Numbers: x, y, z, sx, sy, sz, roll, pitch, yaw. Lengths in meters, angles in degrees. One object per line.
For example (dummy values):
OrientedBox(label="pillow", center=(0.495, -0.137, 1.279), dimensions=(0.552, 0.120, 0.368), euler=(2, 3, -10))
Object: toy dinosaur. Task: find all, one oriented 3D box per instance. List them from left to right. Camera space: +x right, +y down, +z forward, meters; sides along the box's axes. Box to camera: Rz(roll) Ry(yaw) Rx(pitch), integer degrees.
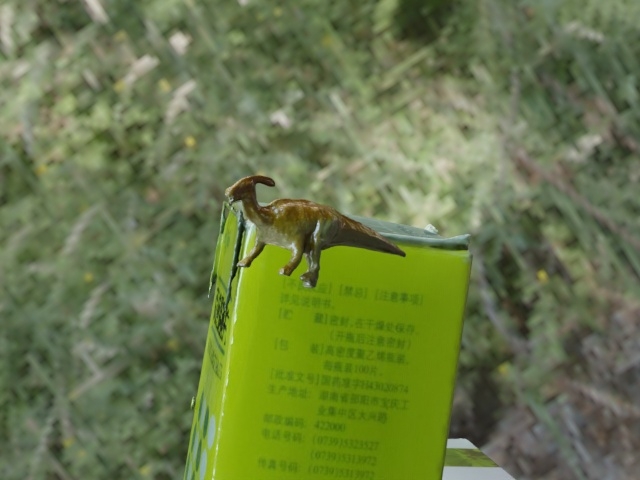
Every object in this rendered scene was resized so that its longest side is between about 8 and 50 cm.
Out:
OrientedBox(label="toy dinosaur", center=(-0.002, 0.003, 0.833), dimensions=(0.026, 0.113, 0.041), euler=(0, 71, 51))

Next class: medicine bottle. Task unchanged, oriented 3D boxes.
OrientedBox(label="medicine bottle", center=(-0.003, 0.105, 1.070), dimensions=(0.141, 0.250, 0.137), euler=(8, 5, -5))

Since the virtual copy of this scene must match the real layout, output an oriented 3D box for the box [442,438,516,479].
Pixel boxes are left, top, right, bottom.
OrientedBox(label="box", center=(0.129, 0.315, 1.650), dimensions=(0.106, 0.200, 0.299), euler=(2, 11, -17))
